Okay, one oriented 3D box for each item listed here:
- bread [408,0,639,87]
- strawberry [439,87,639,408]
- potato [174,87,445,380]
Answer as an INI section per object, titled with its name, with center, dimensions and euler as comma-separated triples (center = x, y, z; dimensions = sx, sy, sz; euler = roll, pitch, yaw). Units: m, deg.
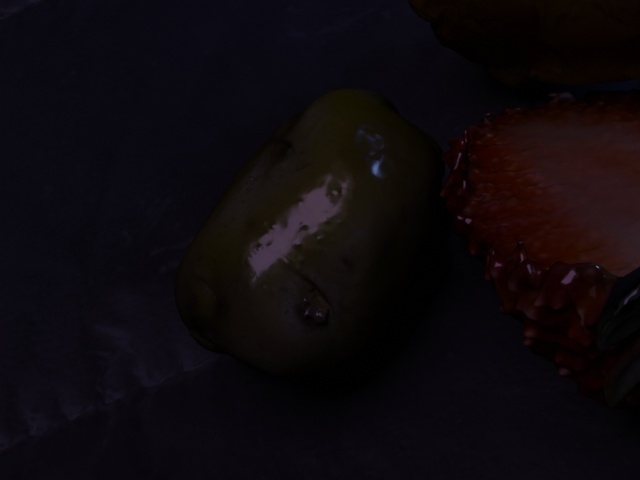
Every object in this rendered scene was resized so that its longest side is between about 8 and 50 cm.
[bread]
center = 0.206, -0.188, 0.764
dimensions = 0.344, 0.149, 0.195
euler = 11, 83, 58
[strawberry]
center = 0.200, 0.002, 0.719
dimensions = 0.234, 0.137, 0.306
euler = -16, 22, -5
[potato]
center = -0.003, -0.003, 0.804
dimensions = 0.155, 0.137, 0.200
euler = 30, 76, 41
